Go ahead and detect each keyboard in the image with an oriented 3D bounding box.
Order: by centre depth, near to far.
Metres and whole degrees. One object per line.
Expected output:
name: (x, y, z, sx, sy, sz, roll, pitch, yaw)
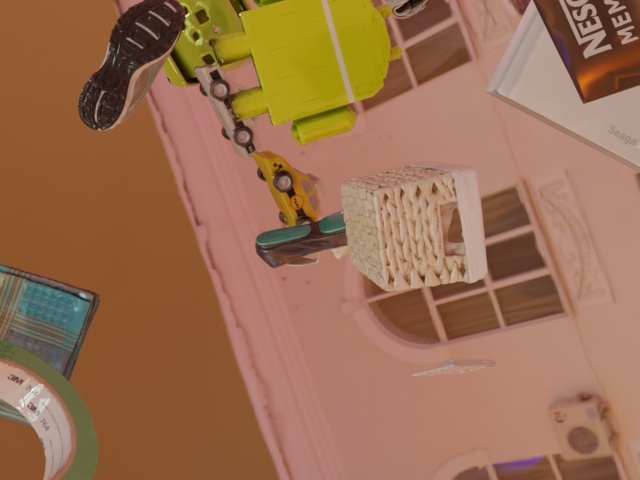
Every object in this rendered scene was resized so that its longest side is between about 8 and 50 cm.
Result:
keyboard: (0.228, 0.213, 1.129, 0.256, 0.072, 0.014, 18, -129, -60)

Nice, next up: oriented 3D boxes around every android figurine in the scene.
android figurine: (-0.014, -0.273, 0.999, 0.056, 0.272, 0.248, -133, 24, -76)

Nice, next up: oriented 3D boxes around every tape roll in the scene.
tape roll: (-0.488, 0.288, 1.008, 0.321, 0.077, 0.321, 40, -163, -15)

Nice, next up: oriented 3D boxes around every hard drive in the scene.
hard drive: (0.308, -0.232, 0.610, 0.203, 0.308, 0.040, 23, -170, -14)

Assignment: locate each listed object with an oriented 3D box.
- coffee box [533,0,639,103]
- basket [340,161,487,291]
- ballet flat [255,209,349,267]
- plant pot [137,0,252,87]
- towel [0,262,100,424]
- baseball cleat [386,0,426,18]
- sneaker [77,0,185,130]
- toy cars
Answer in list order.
coffee box: (0.242, -0.190, 0.366, 0.141, 0.246, 0.098, 53, -137, -24)
basket: (0.089, -0.018, 0.706, 0.167, 0.103, 0.113, -145, 46, -76)
ballet flat: (0.000, 0.000, 1.060, 0.074, 0.203, 0.074, -15, -90, -83)
plant pot: (-0.257, -0.460, 1.482, 0.227, 0.207, 0.228, 60, -167, -12)
towel: (-0.619, 0.166, 1.217, 0.370, 0.040, 0.271, 20, -87, -11)
baseball cleat: (0.125, -0.461, 1.248, 0.072, 0.206, 0.109, 26, -101, -40)
sneaker: (-0.337, -0.321, 1.227, 0.100, 0.271, 0.108, 37, -172, -4)
toy cars: (-0.097, -0.169, 1.235, 0.394, 0.087, 0.176, 55, 167, 15)
